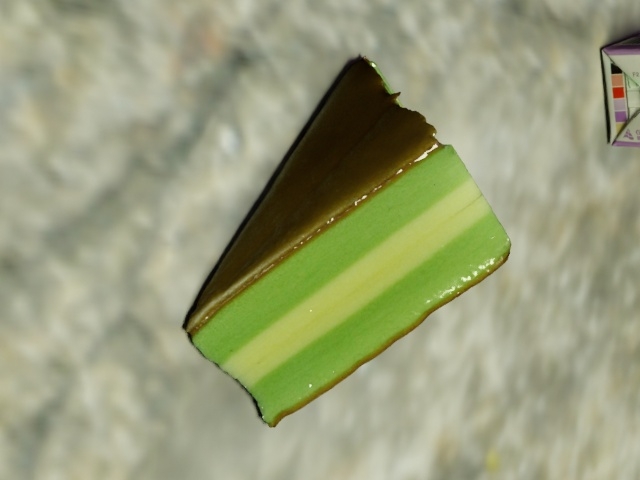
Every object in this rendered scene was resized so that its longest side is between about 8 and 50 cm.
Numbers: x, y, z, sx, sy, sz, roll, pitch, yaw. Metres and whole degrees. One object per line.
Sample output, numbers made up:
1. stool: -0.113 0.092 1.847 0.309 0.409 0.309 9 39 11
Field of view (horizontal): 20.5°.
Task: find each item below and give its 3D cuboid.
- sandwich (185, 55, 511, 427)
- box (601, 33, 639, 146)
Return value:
1. sandwich: 0.000 0.000 0.667 0.116 0.074 0.074 -36 129 -1
2. box: 0.179 -0.080 0.835 0.117 0.036 0.050 -22 112 -46
